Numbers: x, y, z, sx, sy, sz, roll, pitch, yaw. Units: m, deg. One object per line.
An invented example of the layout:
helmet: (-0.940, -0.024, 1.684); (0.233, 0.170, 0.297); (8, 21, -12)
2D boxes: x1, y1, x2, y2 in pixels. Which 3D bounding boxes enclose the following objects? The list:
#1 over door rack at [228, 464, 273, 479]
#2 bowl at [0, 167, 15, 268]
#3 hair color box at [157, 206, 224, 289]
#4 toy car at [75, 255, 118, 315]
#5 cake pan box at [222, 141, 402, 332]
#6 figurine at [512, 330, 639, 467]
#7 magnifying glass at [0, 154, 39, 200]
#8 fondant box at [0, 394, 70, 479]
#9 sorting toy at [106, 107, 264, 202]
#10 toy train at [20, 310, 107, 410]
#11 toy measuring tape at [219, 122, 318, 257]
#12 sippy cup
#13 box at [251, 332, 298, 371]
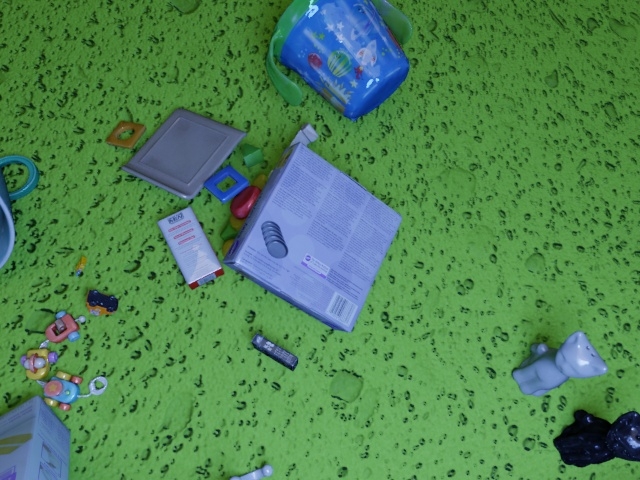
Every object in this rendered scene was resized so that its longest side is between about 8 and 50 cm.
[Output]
over door rack: (-0.140, 0.461, 0.720); (0.108, 0.324, 0.239); (-35, 67, 31)
bowl: (-0.679, -0.078, 0.922); (0.312, 0.311, 0.163); (-9, 41, -6)
hair color box: (-0.244, 0.014, 1.014); (0.072, 0.043, 0.141); (-26, 73, -12)
toy car: (-0.414, 0.090, 0.993); (0.040, 0.060, 0.122); (-48, 51, 26)
cake pan box: (0.000, 0.000, 0.953); (0.267, 0.070, 0.245); (32, 74, -23)
figurine: (0.421, 0.253, 0.861); (0.092, 0.209, 0.214); (-24, 72, -11)
magnifying glass: (-0.672, -0.105, 1.053); (0.231, 0.026, 0.092); (-19, 71, -8)
fondant box: (-0.475, 0.380, 0.722); (0.238, 0.330, 0.096); (-31, 114, -14)
sorting toy: (-0.267, -0.170, 1.071); (0.348, 0.047, 0.196); (25, 63, 23)
toy train: (-0.448, 0.207, 0.930); (0.125, 0.046, 0.166); (-31, 73, -13)
toy measuring tape: (-0.075, -0.094, 1.021); (0.121, 0.121, 0.330); (31, 71, 9)
sippy cup: (0.054, -0.377, 1.095); (0.305, 0.240, 0.224); (-40, 85, 9)
box: (-0.079, 0.196, 0.939); (0.083, 0.067, 0.018); (29, 70, 9)
